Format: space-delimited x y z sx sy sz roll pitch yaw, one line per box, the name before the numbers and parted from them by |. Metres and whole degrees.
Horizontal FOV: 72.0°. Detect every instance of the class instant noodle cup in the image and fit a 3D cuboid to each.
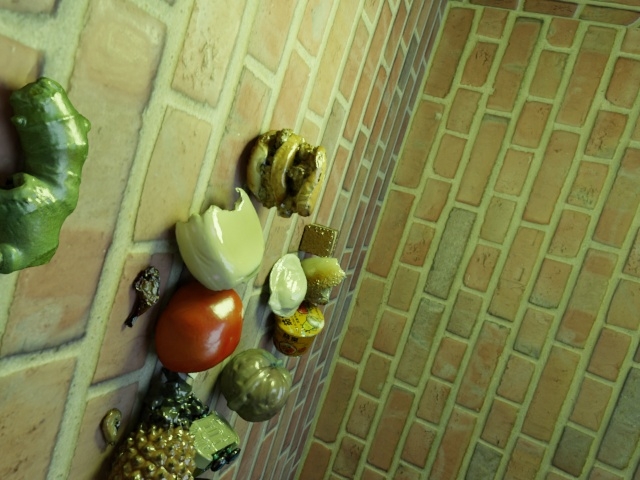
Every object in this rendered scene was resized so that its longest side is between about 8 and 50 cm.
instant noodle cup | -0.107 0.379 1.875 0.216 0.216 0.172 -47 159 -53

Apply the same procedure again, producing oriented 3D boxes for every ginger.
ginger | -0.418 -0.087 0.645 0.137 0.089 0.289 23 90 -54

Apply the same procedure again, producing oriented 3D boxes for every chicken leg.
chicken leg | -0.400 0.128 0.999 0.062 0.037 0.144 4 105 -49

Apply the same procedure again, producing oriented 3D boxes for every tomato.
tomato | -0.305 0.225 1.148 0.260 0.180 0.259 16 90 -73

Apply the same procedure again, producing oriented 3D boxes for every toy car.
toy car | -0.393 0.661 1.380 0.198 0.204 0.248 -48 161 4

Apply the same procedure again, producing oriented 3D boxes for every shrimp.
shrimp | -0.497 0.449 1.060 0.059 0.023 0.108 -61 162 -55

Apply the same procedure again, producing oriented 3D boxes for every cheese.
cheese | -0.246 -0.005 1.126 0.266 0.127 0.233 -38 116 -66

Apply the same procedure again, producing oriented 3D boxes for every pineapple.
pineapple | -0.403 0.507 1.146 0.223 0.223 0.357 66 35 -65

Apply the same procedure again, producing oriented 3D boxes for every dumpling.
dumpling | -0.138 0.172 1.700 0.179 0.132 0.251 17 82 -49

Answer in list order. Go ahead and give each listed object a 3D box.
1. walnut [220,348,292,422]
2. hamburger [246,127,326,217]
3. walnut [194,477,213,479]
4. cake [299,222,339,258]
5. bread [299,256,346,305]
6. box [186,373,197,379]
walnut | -0.229 0.507 1.543 0.248 0.249 0.248 19 90 -72
hamburger | -0.087 -0.209 1.301 0.260 0.212 0.245 96 14 -51
walnut | -0.412 0.911 1.365 0.333 0.333 0.332 19 90 -72
cake | 0.000 0.000 1.911 0.147 0.135 0.134 -1 108 -77
bread | -0.027 0.165 1.848 0.314 0.192 0.171 131 -28 -63
box | -0.347 0.300 1.334 0.122 0.032 0.220 81 33 -56
